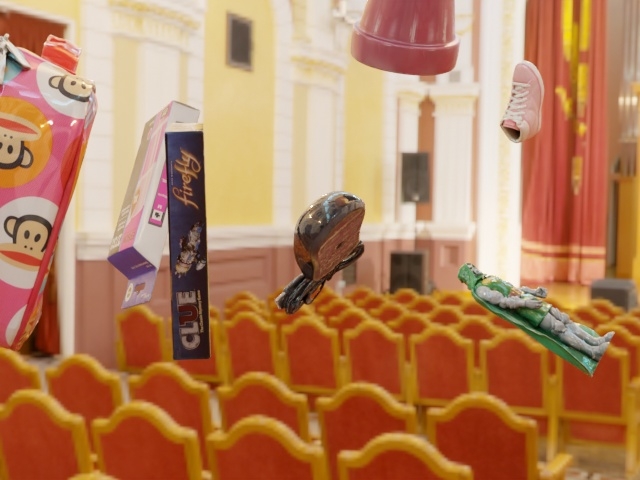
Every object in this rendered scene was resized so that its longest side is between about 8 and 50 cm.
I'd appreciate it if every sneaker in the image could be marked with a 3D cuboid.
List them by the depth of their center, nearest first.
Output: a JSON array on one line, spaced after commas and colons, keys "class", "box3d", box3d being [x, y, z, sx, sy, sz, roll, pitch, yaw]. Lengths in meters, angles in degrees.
[{"class": "sneaker", "box3d": [0.328, -0.221, 1.582, 0.051, 0.134, 0.070, 20, 42, 39]}]

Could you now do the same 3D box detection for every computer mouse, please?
[{"class": "computer mouse", "box3d": [0.000, 0.000, 1.540, 0.188, 0.072, 0.272, -39, -17, -21]}]

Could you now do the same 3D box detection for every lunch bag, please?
[{"class": "lunch bag", "box3d": [-0.259, -0.052, 0.810, 0.120, 0.258, 0.293, 19, -6, -17]}]

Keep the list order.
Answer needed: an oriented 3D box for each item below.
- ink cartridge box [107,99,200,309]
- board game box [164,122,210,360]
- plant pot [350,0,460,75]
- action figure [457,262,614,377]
[{"class": "ink cartridge box", "box3d": [-0.318, -0.063, 1.786, 0.069, 0.371, 0.175, 17, -16, -25]}, {"class": "board game box", "box3d": [-0.148, -0.006, 1.085, 0.042, 0.244, 0.165, -2, 10, -7]}, {"class": "plant pot", "box3d": [0.162, -0.413, 1.737, 0.201, 0.180, 0.201, 6, 27, -3]}, {"class": "action figure", "box3d": [0.296, 0.098, 1.365, 0.232, 0.064, 0.137, 29, 20, 15]}]
